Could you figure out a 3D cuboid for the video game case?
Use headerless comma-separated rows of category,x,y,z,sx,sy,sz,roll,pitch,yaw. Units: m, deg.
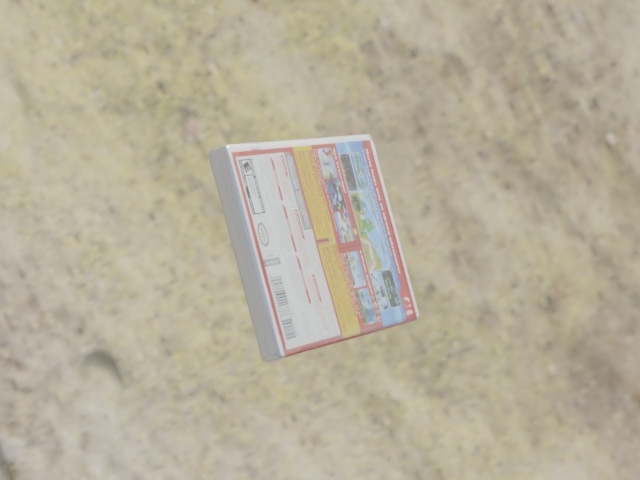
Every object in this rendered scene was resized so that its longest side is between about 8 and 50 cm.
video game case,0.000,0.000,1.718,0.285,0.025,0.204,-10,84,-59
